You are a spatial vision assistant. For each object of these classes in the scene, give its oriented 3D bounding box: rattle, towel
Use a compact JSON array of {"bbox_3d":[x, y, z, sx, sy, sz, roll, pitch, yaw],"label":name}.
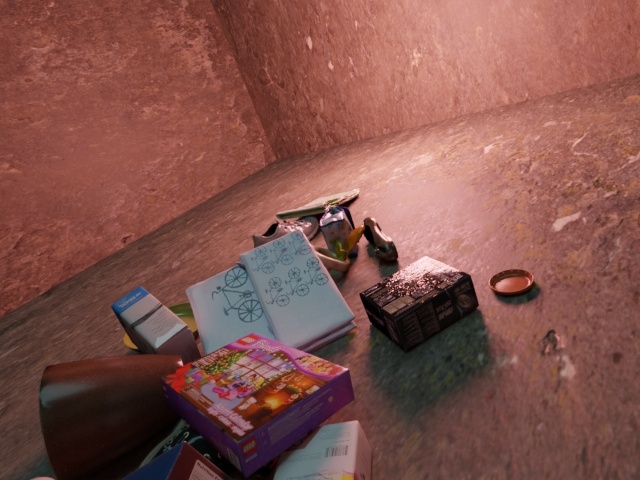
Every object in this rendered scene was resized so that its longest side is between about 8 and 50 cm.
[{"bbox_3d":[0.000,0.000,1.140,0.199,0.143,0.130,24,27,11],"label":"rattle"},{"bbox_3d":[-0.004,-0.150,1.676,0.247,0.038,0.325,-10,12,32],"label":"towel"}]

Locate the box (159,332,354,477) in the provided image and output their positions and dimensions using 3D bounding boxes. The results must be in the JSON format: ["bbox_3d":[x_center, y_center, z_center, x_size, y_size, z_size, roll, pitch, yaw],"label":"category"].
[{"bbox_3d":[-0.116,0.244,0.683,0.201,0.057,0.293,-20,14,-38],"label":"box"}]

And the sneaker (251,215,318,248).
[{"bbox_3d":[-0.119,-0.031,1.465,0.281,0.115,0.105,-34,24,-35],"label":"sneaker"}]

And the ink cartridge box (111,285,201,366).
[{"bbox_3d":[-0.381,0.223,0.967,0.203,0.148,0.086,27,48,34],"label":"ink cartridge box"}]

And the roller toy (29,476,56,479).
[{"bbox_3d":[-0.385,0.423,0.523,0.191,0.146,0.209,-27,26,19],"label":"roller toy"}]

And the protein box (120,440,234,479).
[{"bbox_3d":[-0.196,0.372,0.436,0.199,0.136,0.201,-37,15,21],"label":"protein box"}]

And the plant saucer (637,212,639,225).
[{"bbox_3d":[0.722,-0.035,0.710,0.277,0.041,0.278,-16,15,4],"label":"plant saucer"}]

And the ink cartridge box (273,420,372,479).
[{"bbox_3d":[-0.003,0.334,0.516,0.115,0.067,0.198,-16,20,17],"label":"ink cartridge box"}]

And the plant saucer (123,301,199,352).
[{"bbox_3d":[-0.422,0.248,1.155,0.240,0.037,0.241,-11,18,4],"label":"plant saucer"}]

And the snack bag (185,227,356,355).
[{"bbox_3d":[-0.135,0.145,0.956,0.342,0.037,0.323,-25,50,-8],"label":"snack bag"}]

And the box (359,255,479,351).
[{"bbox_3d":[0.195,0.120,0.832,0.180,0.078,0.147,-28,21,-14],"label":"box"}]

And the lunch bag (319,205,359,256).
[{"bbox_3d":[0.061,-0.027,1.262,0.096,0.129,0.151,-18,19,8],"label":"lunch bag"}]

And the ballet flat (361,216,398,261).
[{"bbox_3d":[0.156,-0.003,1.186,0.058,0.084,0.250,-22,26,-2],"label":"ballet flat"}]

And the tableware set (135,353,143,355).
[{"bbox_3d":[-0.528,0.340,1.096,0.154,0.024,0.104,-35,22,-32],"label":"tableware set"}]

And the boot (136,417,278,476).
[{"bbox_3d":[-0.172,0.347,0.633,0.178,0.085,0.236,-8,26,27],"label":"boot"}]

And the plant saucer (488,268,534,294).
[{"bbox_3d":[0.383,0.084,0.825,0.083,0.013,0.083,-20,20,7],"label":"plant saucer"}]

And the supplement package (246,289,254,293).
[{"bbox_3d":[-0.130,0.138,1.076,0.179,0.105,0.105,-25,20,-9],"label":"supplement package"}]

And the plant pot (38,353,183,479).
[{"bbox_3d":[-0.375,0.312,0.797,0.230,0.215,0.215,-13,16,-22],"label":"plant pot"}]
